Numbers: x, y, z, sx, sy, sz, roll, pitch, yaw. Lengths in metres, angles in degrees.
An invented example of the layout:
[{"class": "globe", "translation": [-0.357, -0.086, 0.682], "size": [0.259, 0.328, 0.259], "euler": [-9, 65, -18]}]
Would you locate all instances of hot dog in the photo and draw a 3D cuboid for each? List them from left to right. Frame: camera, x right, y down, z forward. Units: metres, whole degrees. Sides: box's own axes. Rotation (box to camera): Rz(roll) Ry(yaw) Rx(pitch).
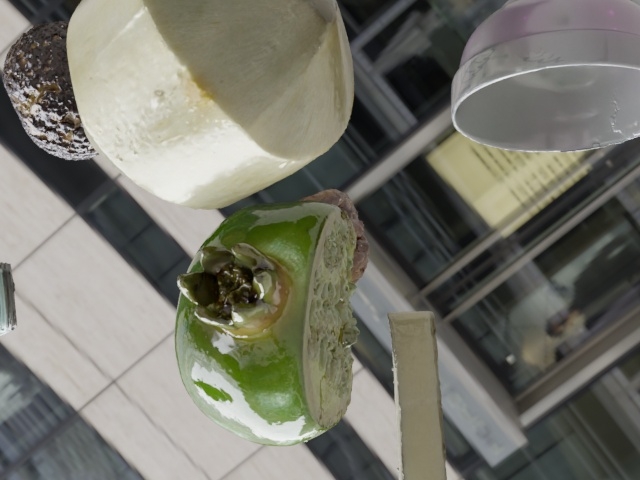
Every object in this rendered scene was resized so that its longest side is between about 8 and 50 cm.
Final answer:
[{"class": "hot dog", "translation": [-0.001, 0.003, 1.685], "size": [0.227, 0.099, 0.160], "euler": [-33, -74, -50]}]

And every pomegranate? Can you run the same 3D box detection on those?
[{"class": "pomegranate", "translation": [-0.086, 0.089, 1.315], "size": [0.358, 0.216, 0.310], "euler": [37, -121, -62]}]

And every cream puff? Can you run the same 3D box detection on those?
[{"class": "cream puff", "translation": [-0.432, -0.246, 1.780], "size": [0.239, 0.165, 0.239], "euler": [59, 165, 27]}]

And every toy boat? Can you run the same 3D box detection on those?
[{"class": "toy boat", "translation": [-0.564, 0.105, 1.853], "size": [0.059, 0.066, 0.140], "euler": [-119, 28, -61]}]

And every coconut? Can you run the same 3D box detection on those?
[{"class": "coconut", "translation": [-0.110, -0.194, 1.149], "size": [0.323, 0.323, 0.323], "euler": [47, -167, -14]}]

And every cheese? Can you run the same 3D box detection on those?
[{"class": "cheese", "translation": [0.161, 0.313, 1.730], "size": [0.034, 0.085, 0.400], "euler": [136, 132, -73]}]

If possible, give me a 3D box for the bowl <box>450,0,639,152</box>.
[{"class": "bowl", "translation": [0.306, -0.224, 1.344], "size": [0.287, 0.287, 0.144], "euler": [30, -123, -58]}]
